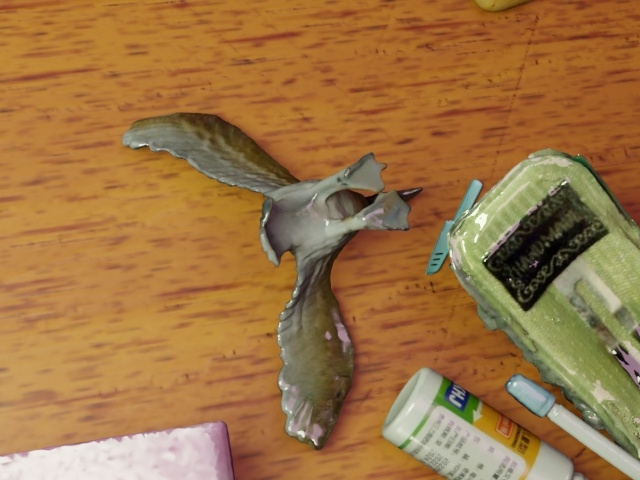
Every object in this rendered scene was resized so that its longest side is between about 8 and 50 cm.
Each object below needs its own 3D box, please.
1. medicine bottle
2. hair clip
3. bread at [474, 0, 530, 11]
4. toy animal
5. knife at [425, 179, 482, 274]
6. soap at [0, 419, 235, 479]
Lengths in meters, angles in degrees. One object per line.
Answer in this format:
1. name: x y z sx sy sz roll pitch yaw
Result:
1. medicine bottle: 0.158 0.160 1.040 0.220 0.061 0.092 34 100 -2
2. hair clip: 0.228 0.076 1.076 0.138 0.091 0.321 -44 95 2
3. bread: 0.166 -0.226 1.193 0.103 0.049 0.062 -18 77 -18
4. toy animal: 0.010 -0.005 1.034 0.197 0.160 0.272 -20 84 -22
5. knife: 0.101 -0.010 1.124 0.014 0.005 0.091 30 67 -4
6. soap: -0.126 0.250 0.916 0.181 0.081 0.259 -7 74 -4
